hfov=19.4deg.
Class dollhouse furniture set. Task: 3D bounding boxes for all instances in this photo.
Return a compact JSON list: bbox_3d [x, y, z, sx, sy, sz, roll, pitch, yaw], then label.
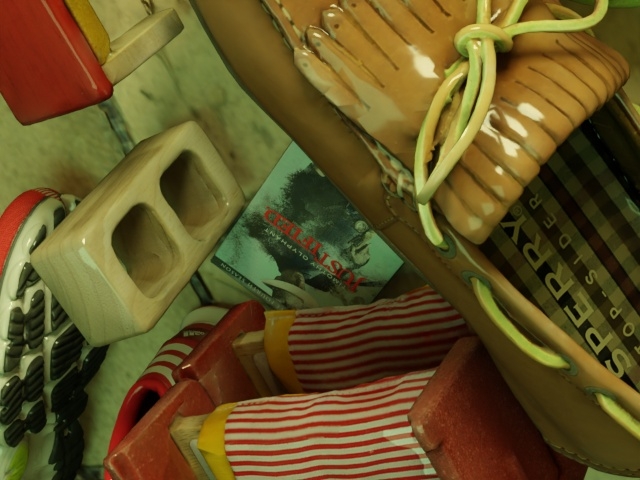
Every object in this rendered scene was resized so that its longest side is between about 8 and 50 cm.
[{"bbox_3d":[-0.037,-0.002,0.904,0.201,0.152,0.374,-14,116,36],"label":"dollhouse furniture set"}]

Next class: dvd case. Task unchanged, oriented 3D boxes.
[{"bbox_3d":[0.000,0.000,1.001,0.087,0.013,0.119,37,135,-1],"label":"dvd case"}]

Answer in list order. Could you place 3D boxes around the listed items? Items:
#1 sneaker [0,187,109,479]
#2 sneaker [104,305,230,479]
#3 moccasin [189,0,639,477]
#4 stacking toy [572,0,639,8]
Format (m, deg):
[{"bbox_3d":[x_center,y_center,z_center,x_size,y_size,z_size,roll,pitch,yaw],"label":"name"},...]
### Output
[{"bbox_3d":[-0.204,0.072,1.117,0.118,0.107,0.279,33,133,16],"label":"sneaker"},{"bbox_3d":[-0.069,0.160,1.065,0.087,0.128,0.221,-5,110,33],"label":"sneaker"},{"bbox_3d":[0.070,-0.046,0.775,0.380,0.139,0.147,58,158,-17],"label":"moccasin"},{"bbox_3d":[0.177,-0.147,0.702,0.309,0.130,0.279,33,134,4],"label":"stacking toy"}]
